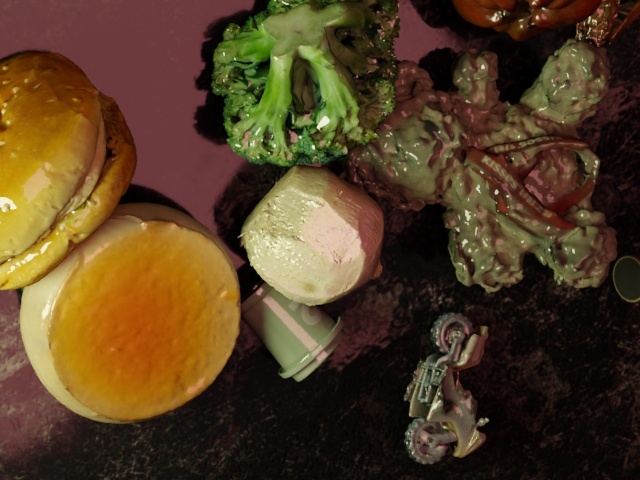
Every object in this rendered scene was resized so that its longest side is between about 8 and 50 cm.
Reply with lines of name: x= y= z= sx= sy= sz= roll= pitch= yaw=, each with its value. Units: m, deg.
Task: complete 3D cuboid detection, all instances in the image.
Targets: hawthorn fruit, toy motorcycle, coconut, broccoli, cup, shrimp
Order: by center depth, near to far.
broccoli: x=-0.021 y=-0.229 z=1.588 sx=0.265 sy=0.245 sz=0.294 roll=30 pitch=71 yaw=11
coconut: x=0.002 y=-0.003 z=1.643 sx=0.194 sy=0.194 sz=0.194 roll=-3 pitch=100 yaw=-15
hawthorn fruit: x=0.292 y=-0.413 z=1.669 sx=0.224 sy=0.224 sz=0.260 roll=16 pitch=74 yaw=-17
cup: x=-0.045 y=0.116 z=1.712 sx=0.120 sy=0.120 sz=0.141 roll=-43 pitch=93 yaw=-5
shrimp: x=0.437 y=-0.372 z=1.787 sx=0.145 sy=0.061 sz=0.267 roll=16 pitch=92 yaw=-27
toy motorcycle: x=0.200 y=0.226 z=1.807 sx=0.130 sy=0.094 sz=0.229 roll=18 pitch=81 yaw=-22

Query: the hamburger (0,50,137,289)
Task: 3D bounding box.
hamburger: x=-0.388 y=-0.087 z=1.499 sx=0.314 sy=0.290 sz=0.170 roll=-43 pitch=135 yaw=-3

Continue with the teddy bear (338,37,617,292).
teddy bear: x=0.215 y=-0.107 z=1.695 sx=0.368 sy=0.224 sz=0.357 roll=3 pitch=84 yaw=-14

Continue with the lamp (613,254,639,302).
lamp: x=0.551 y=0.049 z=1.849 sx=0.215 sy=0.121 sz=0.121 roll=-8 pitch=101 yaw=-30

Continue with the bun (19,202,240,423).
bun: x=-0.259 y=0.086 z=1.614 sx=0.299 sy=0.165 sz=0.298 roll=-8 pitch=106 yaw=-29
